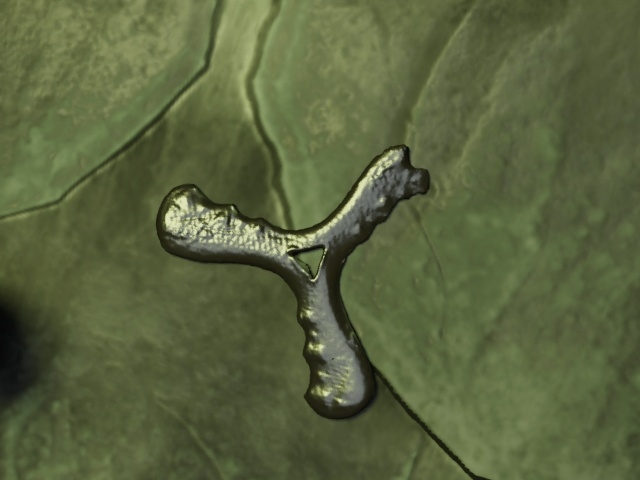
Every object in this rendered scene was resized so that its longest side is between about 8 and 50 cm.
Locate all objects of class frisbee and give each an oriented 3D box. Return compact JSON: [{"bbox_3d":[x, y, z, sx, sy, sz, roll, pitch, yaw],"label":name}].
[{"bbox_3d":[0.000,0.000,0.557,0.211,0.012,0.187,43,90,2],"label":"frisbee"}]
